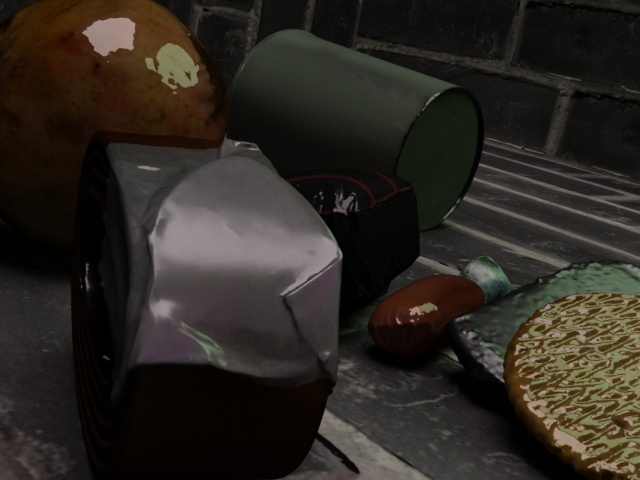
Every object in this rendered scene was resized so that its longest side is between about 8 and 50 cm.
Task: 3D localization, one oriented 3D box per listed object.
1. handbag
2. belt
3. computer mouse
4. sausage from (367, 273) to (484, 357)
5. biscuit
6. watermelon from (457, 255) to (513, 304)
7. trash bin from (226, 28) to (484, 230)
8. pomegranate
[{"bbox_3d":[0.000,0.000,0.967,0.169,0.155,0.215,1,11,22],"label":"handbag"},{"bbox_3d":[-0.096,0.036,0.613,0.122,0.217,0.339,4,17,-21],"label":"belt"},{"bbox_3d":[0.261,0.109,0.869,0.295,0.087,0.168,-14,38,-27],"label":"computer mouse"},{"bbox_3d":[0.113,0.073,0.919,0.077,0.077,0.194,17,14,26],"label":"sausage"},{"bbox_3d":[0.276,0.127,0.740,0.254,0.035,0.254,4,35,-3],"label":"biscuit"},{"bbox_3d":[0.198,0.069,1.088,0.085,0.085,0.061,9,-16,-4],"label":"watermelon"},{"bbox_3d":[0.039,-0.200,1.558,0.432,0.280,0.280,25,20,36],"label":"trash bin"},{"bbox_3d":[-0.255,-0.132,1.008,0.322,0.322,0.322,10,14,-2],"label":"pomegranate"}]
